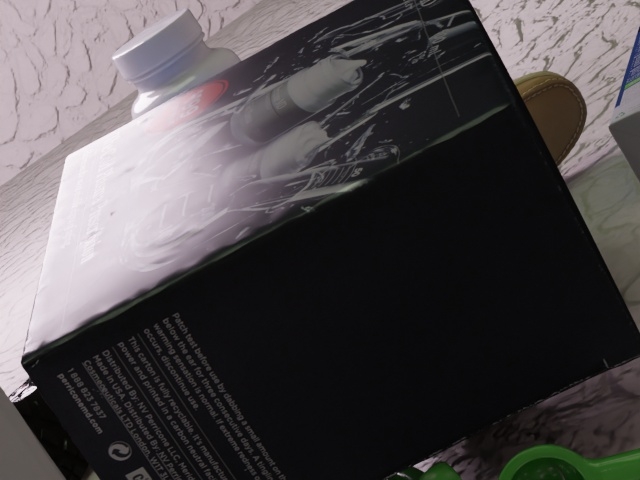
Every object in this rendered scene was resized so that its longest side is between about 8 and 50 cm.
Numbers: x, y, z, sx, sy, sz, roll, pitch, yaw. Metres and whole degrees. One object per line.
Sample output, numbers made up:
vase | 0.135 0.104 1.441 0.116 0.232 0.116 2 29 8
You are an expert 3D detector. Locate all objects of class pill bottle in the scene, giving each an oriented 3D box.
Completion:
pill bottle | -0.121 -0.125 1.937 0.136 0.246 0.136 -30 15 9

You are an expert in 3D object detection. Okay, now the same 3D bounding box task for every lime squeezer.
lime squeezer | 0.121 0.141 0.990 0.110 0.059 0.310 -5 -10 -43

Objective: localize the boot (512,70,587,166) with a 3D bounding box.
boot | 0.150 -0.042 1.396 0.262 0.095 0.203 -39 15 -16

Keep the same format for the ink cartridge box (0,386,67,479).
ink cartridge box | -0.150 0.199 0.674 0.160 0.385 0.279 -40 16 -24

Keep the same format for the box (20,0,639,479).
box | 0.000 0.000 1.126 0.312 0.179 0.343 -27 22 7

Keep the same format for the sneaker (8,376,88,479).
sneaker | -0.264 0.190 1.568 0.124 0.107 0.283 -40 3 38

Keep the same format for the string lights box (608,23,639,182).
string lights box | 0.317 -0.138 1.398 0.133 0.077 0.260 -25 17 27
